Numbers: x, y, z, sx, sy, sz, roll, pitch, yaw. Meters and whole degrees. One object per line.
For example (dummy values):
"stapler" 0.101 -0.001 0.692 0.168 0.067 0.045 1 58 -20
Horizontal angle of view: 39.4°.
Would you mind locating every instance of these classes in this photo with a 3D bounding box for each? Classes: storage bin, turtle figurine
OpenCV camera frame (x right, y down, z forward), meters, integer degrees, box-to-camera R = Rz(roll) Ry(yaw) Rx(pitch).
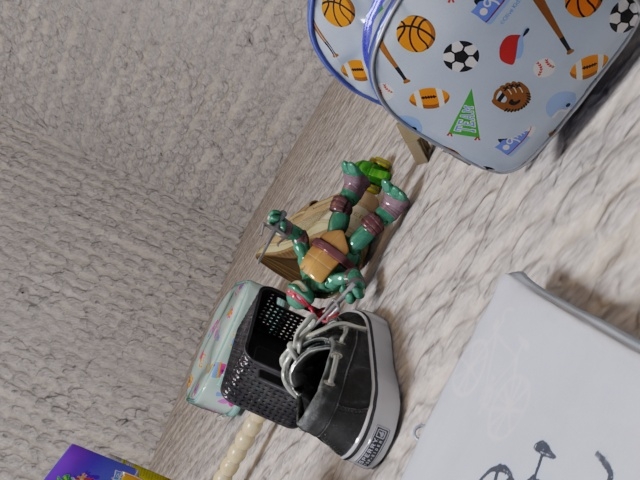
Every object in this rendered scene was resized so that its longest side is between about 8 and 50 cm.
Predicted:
"storage bin" -0.058 0.160 1.249 0.084 0.122 0.180 -60 10 27
"turtle figurine" 0.009 0.013 1.184 0.234 0.175 0.118 -53 -19 -10

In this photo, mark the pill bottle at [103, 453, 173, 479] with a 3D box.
"pill bottle" -0.280 0.443 1.463 0.117 0.215 0.117 -62 9 17

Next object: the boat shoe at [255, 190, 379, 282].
"boat shoe" 0.000 0.000 1.419 0.110 0.121 0.341 -63 18 -19

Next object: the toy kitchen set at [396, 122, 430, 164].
"toy kitchen set" 0.155 -0.159 1.191 0.083 0.075 0.068 -14 40 24

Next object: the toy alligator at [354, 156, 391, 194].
"toy alligator" 0.073 -0.110 1.465 0.056 0.051 0.189 -64 9 -1

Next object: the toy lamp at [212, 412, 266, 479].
"toy lamp" -0.134 0.339 1.362 0.275 0.080 0.080 -62 9 15

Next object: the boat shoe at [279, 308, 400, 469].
"boat shoe" 0.009 0.139 0.970 0.113 0.105 0.306 -62 9 17

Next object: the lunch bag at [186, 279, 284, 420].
"lunch bag" -0.171 0.222 1.793 0.279 0.108 0.224 -69 14 -14

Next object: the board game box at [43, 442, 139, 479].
"board game box" -0.274 0.409 0.891 0.233 0.078 0.347 -58 -18 -51

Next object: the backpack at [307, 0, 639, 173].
"backpack" 0.120 -0.203 0.754 0.276 0.263 0.213 -58 11 30

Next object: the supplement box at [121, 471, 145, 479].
"supplement box" -0.123 0.344 0.808 0.129 0.191 0.194 88 -158 -67

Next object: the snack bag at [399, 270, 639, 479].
"snack bag" 0.099 0.190 0.538 0.343 0.037 0.323 -65 9 4
